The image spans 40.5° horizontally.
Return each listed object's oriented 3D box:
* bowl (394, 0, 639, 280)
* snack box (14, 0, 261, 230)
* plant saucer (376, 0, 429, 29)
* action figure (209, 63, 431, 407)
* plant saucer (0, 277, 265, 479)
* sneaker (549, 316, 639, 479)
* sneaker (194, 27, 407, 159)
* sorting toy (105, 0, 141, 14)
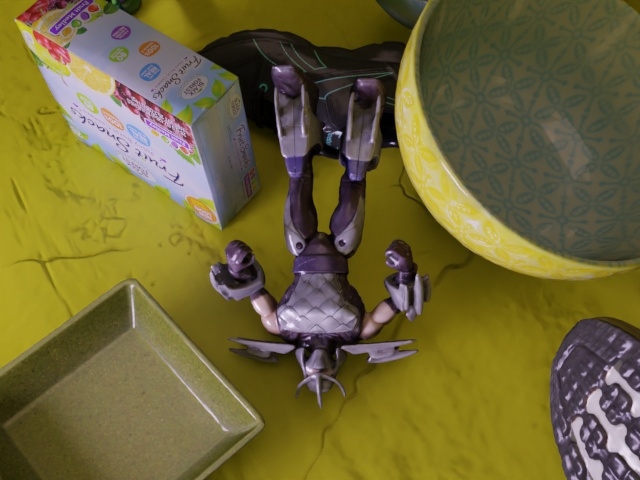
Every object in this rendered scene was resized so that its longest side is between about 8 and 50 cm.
[{"bbox_3d":[0.180,-0.083,0.771,0.290,0.156,0.289,8,65,-17],"label":"bowl"},{"bbox_3d":[-0.162,-0.122,0.807,0.207,0.174,0.070,33,68,18],"label":"snack box"},{"bbox_3d":[0.144,-0.234,0.897,0.195,0.037,0.195,5,21,-2],"label":"plant saucer"},{"bbox_3d":[0.000,0.000,0.748,0.186,0.099,0.284,2,79,-2],"label":"action figure"},{"bbox_3d":[-0.173,0.153,0.714,0.188,0.045,0.188,-38,65,-20],"label":"plant saucer"},{"bbox_3d":[0.348,0.210,0.648,0.182,0.158,0.410,-14,51,-44],"label":"sneaker"},{"bbox_3d":[-0.011,-0.142,0.861,0.268,0.101,0.106,1,61,2],"label":"sneaker"},{"bbox_3d":[-0.242,-0.264,0.972,0.061,0.042,0.102,30,64,18],"label":"sorting toy"}]
